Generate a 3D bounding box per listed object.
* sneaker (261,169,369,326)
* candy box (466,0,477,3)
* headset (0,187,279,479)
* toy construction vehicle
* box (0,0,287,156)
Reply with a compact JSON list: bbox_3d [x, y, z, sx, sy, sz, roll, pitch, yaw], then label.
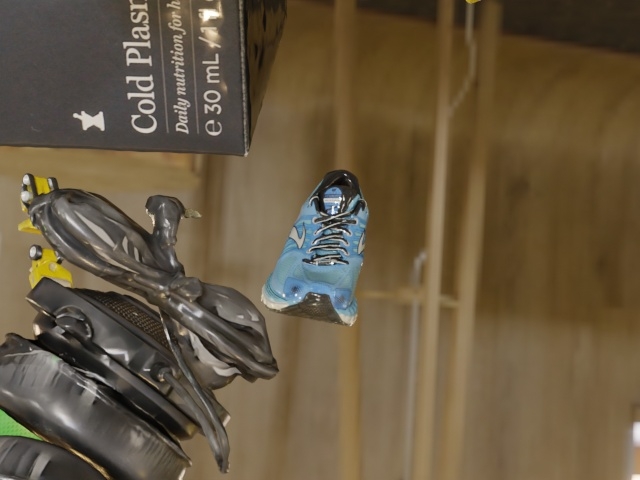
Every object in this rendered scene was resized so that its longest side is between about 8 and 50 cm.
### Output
[{"bbox_3d":[0.000,0.000,1.084,0.063,0.073,0.162,10,-155,-1],"label":"sneaker"},{"bbox_3d":[0.060,-0.208,0.815,0.027,0.105,0.206,-25,160,-5],"label":"candy box"},{"bbox_3d":[-0.155,0.105,0.853,0.185,0.243,0.394,40,139,-16],"label":"headset"},{"bbox_3d":[-0.214,0.000,1.141,0.086,0.098,0.035,6,144,-43],"label":"toy construction vehicle"},{"bbox_3d":[-0.282,-0.353,1.491,0.471,0.480,0.297,3,-146,6],"label":"box"}]
